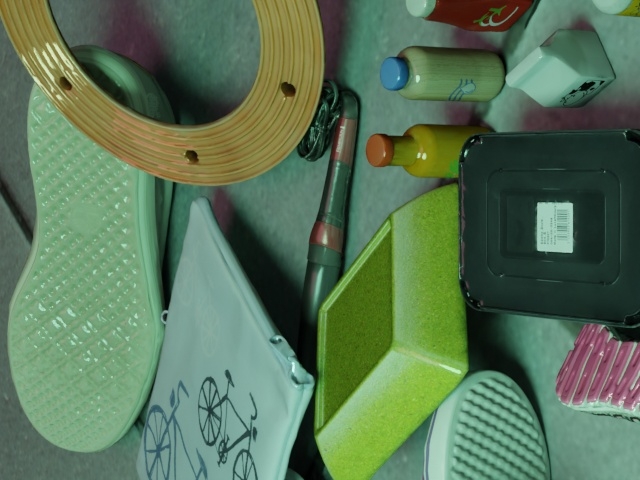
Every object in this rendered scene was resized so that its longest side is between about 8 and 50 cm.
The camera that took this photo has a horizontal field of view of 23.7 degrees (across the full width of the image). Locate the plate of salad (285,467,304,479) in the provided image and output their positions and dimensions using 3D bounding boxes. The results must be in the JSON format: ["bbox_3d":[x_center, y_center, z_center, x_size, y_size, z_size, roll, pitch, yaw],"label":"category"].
[{"bbox_3d":[-0.019,0.296,1.330,0.200,0.048,0.200,179,90,-65],"label":"plate of salad"}]

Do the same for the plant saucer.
[{"bbox_3d":[0.044,0.071,1.161,0.188,0.045,0.188,-54,24,42],"label":"plant saucer"}]

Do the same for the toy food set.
[{"bbox_3d":[0.121,-0.137,1.057,0.232,0.104,0.111,-42,59,47],"label":"toy food set"}]

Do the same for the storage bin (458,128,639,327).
[{"bbox_3d":[0.179,-0.011,1.004,0.180,0.084,0.122,4,95,55],"label":"storage bin"}]

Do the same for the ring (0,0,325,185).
[{"bbox_3d":[-0.140,-0.198,1.291,0.336,0.032,0.337,17,130,22],"label":"ring"}]

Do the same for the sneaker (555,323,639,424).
[{"bbox_3d":[0.212,0.095,0.985,0.063,0.074,0.170,-66,15,-6],"label":"sneaker"}]

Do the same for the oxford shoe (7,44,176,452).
[{"bbox_3d":[-0.222,0.011,1.539,0.169,0.130,0.449,10,114,9],"label":"oxford shoe"}]

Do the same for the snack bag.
[{"bbox_3d":[-0.093,0.169,1.371,0.323,0.037,0.343,-123,40,-54],"label":"snack bag"}]

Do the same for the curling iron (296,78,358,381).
[{"bbox_3d":[0.000,0.000,1.295,0.068,0.035,0.274,13,102,58],"label":"curling iron"}]

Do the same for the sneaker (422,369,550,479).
[{"bbox_3d":[0.086,0.231,1.138,0.161,0.102,0.282,4,96,57],"label":"sneaker"}]
